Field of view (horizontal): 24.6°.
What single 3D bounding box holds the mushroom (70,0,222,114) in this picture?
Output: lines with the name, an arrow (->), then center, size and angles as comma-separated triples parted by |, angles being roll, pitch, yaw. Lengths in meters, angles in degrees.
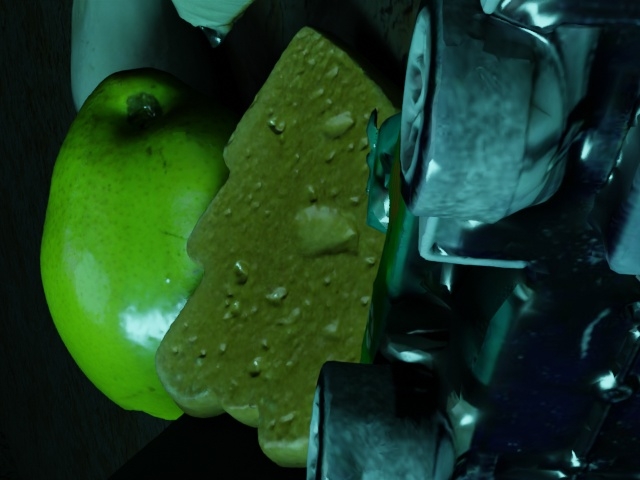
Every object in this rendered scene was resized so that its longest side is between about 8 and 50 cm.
mushroom -> -0.136, -0.166, 1.053 | 0.118, 0.103, 0.270 | 171, 89, -71

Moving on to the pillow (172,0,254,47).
pillow -> -0.050, -0.269, 0.708 | 0.310, 0.119, 0.312 | -8, 97, 67

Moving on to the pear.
pear -> -0.087, 0.001, 0.920 | 0.187, 0.187, 0.219 | -155, 56, -65

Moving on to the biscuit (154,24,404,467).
biscuit -> 0.000, 0.000, 0.777 | 0.212, 0.041, 0.238 | -11, 69, 39

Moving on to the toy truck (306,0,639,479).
toy truck -> 0.082, 0.009, 0.476 | 0.363, 0.177, 0.178 | 99, 174, -54

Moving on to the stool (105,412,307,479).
stool -> -0.003, 0.181, 0.787 | 0.232, 0.232, 0.141 | -137, 33, -55
